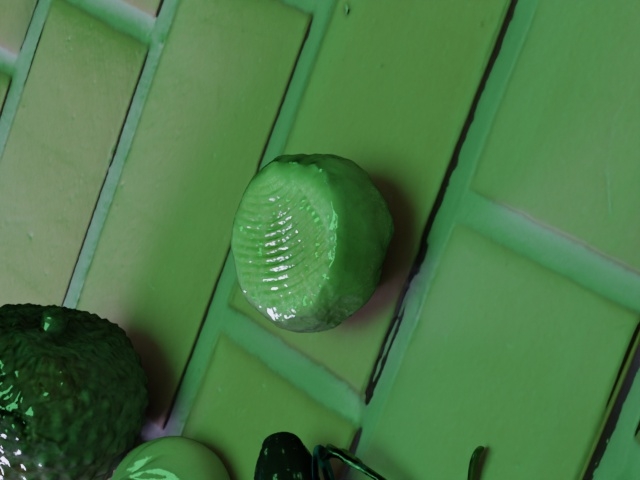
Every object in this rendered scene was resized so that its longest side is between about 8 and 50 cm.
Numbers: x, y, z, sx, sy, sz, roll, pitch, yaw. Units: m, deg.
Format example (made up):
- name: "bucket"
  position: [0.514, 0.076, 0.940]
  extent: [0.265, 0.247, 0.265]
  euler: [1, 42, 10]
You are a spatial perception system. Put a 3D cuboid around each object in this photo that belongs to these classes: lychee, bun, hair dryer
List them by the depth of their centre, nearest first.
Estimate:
- name: "hair dryer"
  position: [-0.079, 0.322, 1.552]
  extent: [0.219, 0.075, 0.195]
  euler: [-43, 34, 28]
- name: "bun"
  position: [0.000, 0.000, 1.571]
  extent: [0.195, 0.118, 0.195]
  euler: [-5, 84, 51]
- name: "bun"
  position: [-0.185, 0.306, 1.714]
  extent: [0.173, 0.120, 0.172]
  euler: [-14, 71, 45]
- name: "lychee"
  position: [-0.334, 0.193, 1.793]
  extent: [0.255, 0.255, 0.274]
  euler: [47, 124, 41]

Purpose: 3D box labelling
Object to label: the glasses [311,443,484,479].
- name: "glasses"
  position: [0.073, 0.283, 1.454]
  extent: [0.207, 0.102, 0.239]
  euler: [-39, 56, 36]
